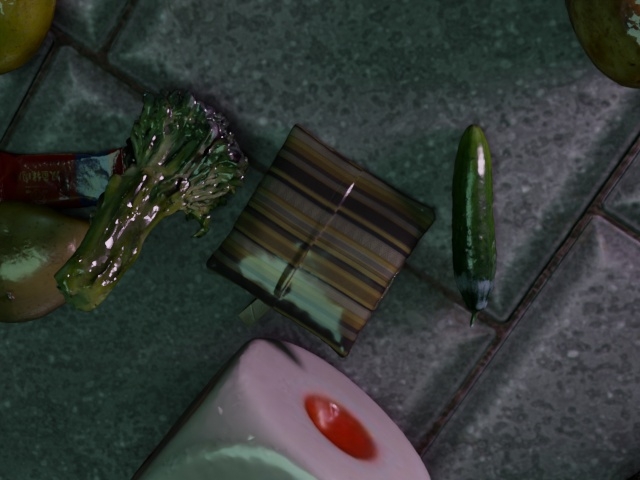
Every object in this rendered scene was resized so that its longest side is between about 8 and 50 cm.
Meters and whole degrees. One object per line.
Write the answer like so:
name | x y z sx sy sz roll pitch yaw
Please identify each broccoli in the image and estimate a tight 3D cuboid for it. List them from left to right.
broccoli | -0.211 -0.040 1.791 0.165 0.304 0.145 36 150 -3

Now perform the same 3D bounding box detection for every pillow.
pillow | 0.000 0.000 1.842 0.208 0.052 0.212 32 87 3

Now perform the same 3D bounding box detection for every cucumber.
cucumber | 0.183 -0.013 1.819 0.056 0.056 0.250 0 104 14

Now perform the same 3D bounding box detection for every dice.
dice | -0.064 0.328 1.858 0.304 0.277 0.304 39 112 -2

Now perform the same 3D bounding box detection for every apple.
apple | -0.409 -0.296 1.831 0.196 0.157 0.196 4 106 13

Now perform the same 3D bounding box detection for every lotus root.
lotus root | 0.341 -0.258 1.682 0.138 0.138 0.214 -44 81 20

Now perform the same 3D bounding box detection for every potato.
potato | -0.363 0.024 1.924 0.194 0.157 0.157 -9 103 3

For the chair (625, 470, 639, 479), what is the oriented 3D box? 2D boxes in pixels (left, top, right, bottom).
chair | 0.560 0.278 1.712 0.416 0.203 0.240 -39 80 20

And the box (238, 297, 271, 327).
box | -0.062 0.070 1.901 0.083 0.053 0.024 -40 92 19

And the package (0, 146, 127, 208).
package | -0.328 -0.077 1.943 0.200 0.022 0.083 0 105 15
